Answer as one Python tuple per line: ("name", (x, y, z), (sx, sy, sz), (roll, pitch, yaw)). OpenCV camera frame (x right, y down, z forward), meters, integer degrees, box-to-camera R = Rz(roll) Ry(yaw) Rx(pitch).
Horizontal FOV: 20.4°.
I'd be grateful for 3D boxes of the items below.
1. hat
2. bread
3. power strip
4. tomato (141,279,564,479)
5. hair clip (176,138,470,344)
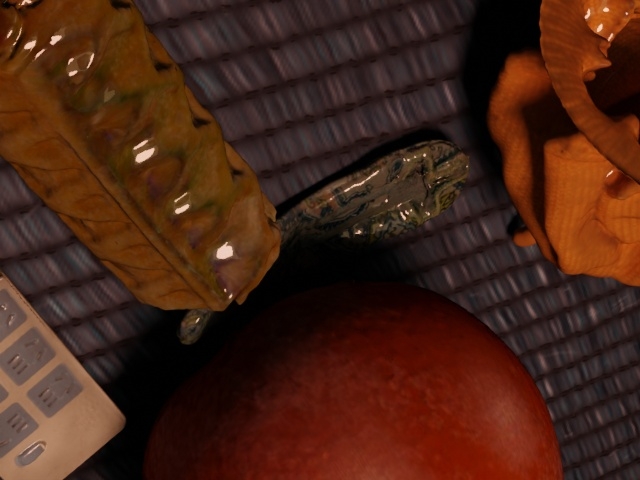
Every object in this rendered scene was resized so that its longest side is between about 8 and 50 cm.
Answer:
("hat", (0.188, -0.062, 1.167), (0.233, 0.244, 0.233), (19, 144, -18))
("bread", (-0.111, -0.057, 0.939), (0.269, 0.098, 0.087), (56, 39, -50))
("power strip", (-0.183, 0.083, 1.035), (0.081, 0.035, 0.192), (-41, 140, -9))
("tomato", (0.025, 0.164, 1.113), (0.265, 0.265, 0.265), (-23, 135, -25))
("hair clip", (-0.001, -0.002, 1.117), (0.229, 0.036, 0.066), (-31, 141, -24))
